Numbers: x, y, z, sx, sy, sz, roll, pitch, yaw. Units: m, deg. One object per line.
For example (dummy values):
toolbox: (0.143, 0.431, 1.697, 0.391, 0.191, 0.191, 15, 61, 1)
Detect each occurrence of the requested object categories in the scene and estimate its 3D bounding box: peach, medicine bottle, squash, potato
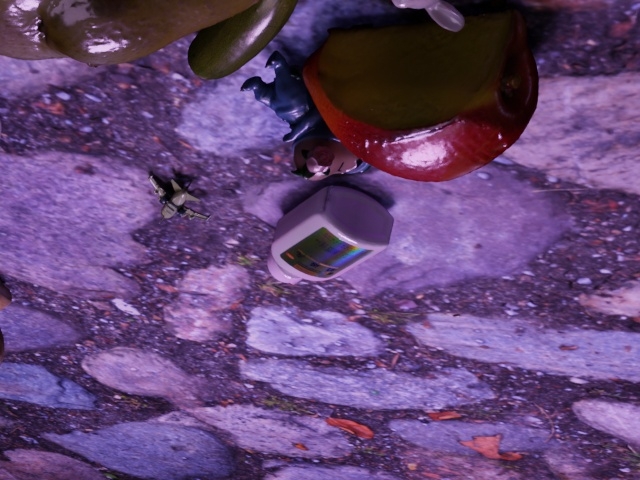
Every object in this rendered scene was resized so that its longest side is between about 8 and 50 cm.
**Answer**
peach: (0.100, -0.142, 1.396, 0.267, 0.154, 0.159, -1, 150, 26)
medicine bottle: (0.000, 0.000, 1.793, 0.115, 0.078, 0.219, 24, 151, -21)
squash: (-0.079, -0.235, 1.399, 0.066, 0.066, 0.252, 24, 151, -19)
potato: (-0.215, -0.278, 1.258, 0.351, 0.202, 0.218, 1, 141, -2)

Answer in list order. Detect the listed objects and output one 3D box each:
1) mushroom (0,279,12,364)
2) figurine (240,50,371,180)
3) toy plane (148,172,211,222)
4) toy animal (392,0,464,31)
mushroom: (-0.626, 0.147, 2.275, 0.215, 0.207, 0.207, -39, 129, 18)
figurine: (-0.014, -0.128, 1.501, 0.178, 0.144, 0.114, 39, 142, -19)
toy plane: (-0.206, -0.053, 1.835, 0.102, 0.040, 0.111, 39, 146, -7)
toy animal: (0.097, -0.265, 1.258, 0.085, 0.071, 0.124, -5, 144, -3)
